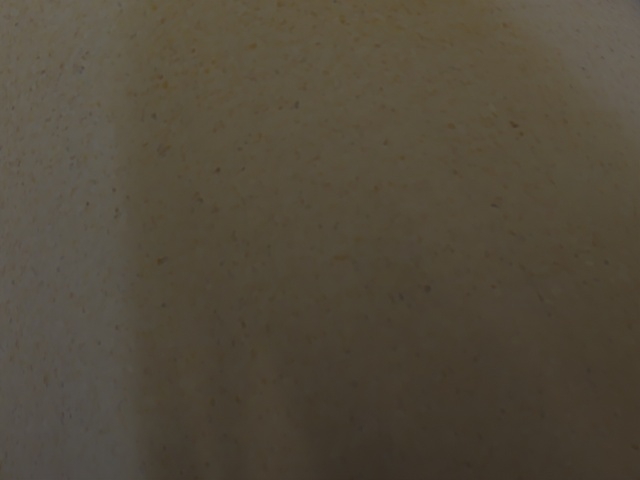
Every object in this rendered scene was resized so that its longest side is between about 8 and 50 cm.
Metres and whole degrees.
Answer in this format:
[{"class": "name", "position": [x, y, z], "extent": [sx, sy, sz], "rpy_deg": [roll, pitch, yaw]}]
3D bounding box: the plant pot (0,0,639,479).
[{"class": "plant pot", "position": [0.000, 0.000, 0.451], "extent": [0.256, 0.256, 0.274], "rpy_deg": [-25, -102, -1]}]
